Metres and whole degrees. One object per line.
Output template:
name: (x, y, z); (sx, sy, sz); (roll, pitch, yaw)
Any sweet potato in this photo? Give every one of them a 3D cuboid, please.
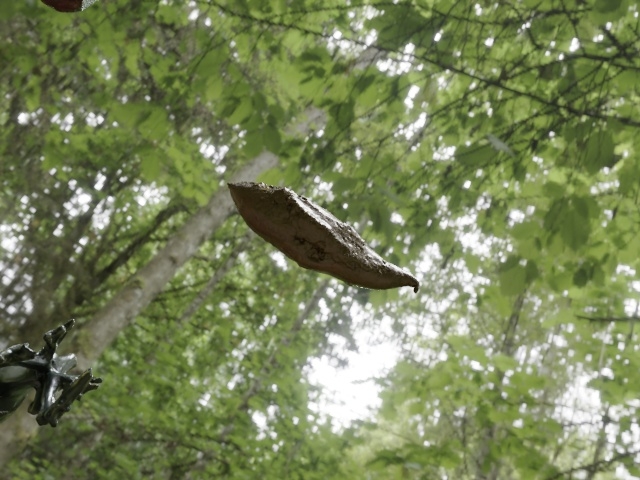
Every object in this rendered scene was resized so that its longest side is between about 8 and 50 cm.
sweet potato: (0.000, 0.000, 0.738); (0.206, 0.060, 0.068); (29, -24, -4)

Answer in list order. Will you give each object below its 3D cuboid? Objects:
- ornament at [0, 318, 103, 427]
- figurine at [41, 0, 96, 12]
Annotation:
ornament: (-0.303, 0.147, 0.702); (0.236, 0.202, 0.080); (-20, -81, 45)
figurine: (-0.373, -0.441, 1.096); (0.234, 0.185, 0.127); (44, -20, -9)
